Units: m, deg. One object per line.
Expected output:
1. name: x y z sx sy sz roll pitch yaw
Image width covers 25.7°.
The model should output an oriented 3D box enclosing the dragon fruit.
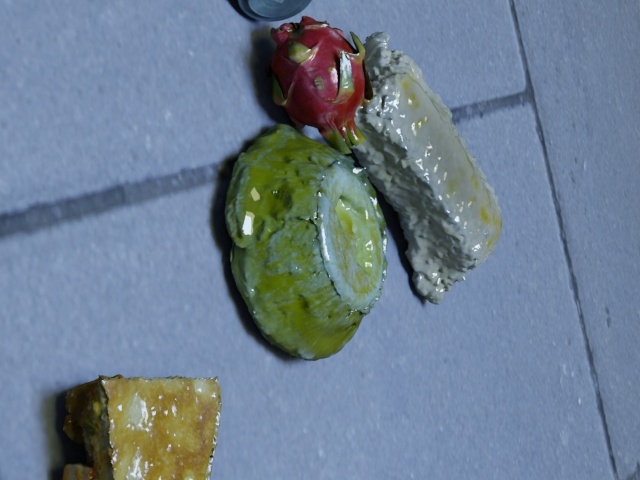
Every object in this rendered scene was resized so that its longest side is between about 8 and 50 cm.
1. dragon fruit: 0.000 -0.128 1.174 0.081 0.086 0.116 -122 -161 -69

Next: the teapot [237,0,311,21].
1. teapot: -0.049 -0.223 1.152 0.088 0.066 0.057 14 47 -33

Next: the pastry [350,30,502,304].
1. pastry: 0.094 -0.059 1.311 0.121 0.089 0.258 -52 123 -36

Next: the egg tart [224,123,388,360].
1. egg tart: 0.000 0.000 1.142 0.197 0.078 0.197 22 64 -57

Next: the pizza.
1. pizza: -0.122 0.138 0.927 0.134 0.046 0.175 66 33 -23
